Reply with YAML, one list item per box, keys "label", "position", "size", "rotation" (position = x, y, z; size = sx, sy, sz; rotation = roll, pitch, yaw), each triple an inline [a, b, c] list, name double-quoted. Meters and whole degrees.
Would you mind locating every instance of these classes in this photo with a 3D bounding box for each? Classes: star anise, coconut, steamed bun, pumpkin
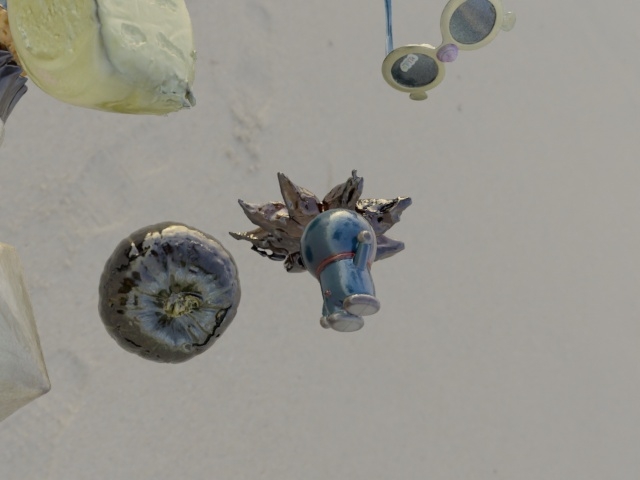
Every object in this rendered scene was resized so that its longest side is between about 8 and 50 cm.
- label: "star anise"
  position: [0.000, 0.000, 1.450]
  size: [0.272, 0.272, 0.103]
  rotation: [32, 45, -42]
- label: "coconut"
  position: [-0.474, 0.124, 1.265]
  size: [0.329, 0.328, 0.329]
  rotation: [40, 33, -32]
- label: "steamed bun"
  position: [-0.286, -0.278, 1.354]
  size: [0.232, 0.166, 0.273]
  rotation: [-5, 75, -61]
- label: "pumpkin"
  position: [-0.246, 0.084, 1.690]
  size: [0.238, 0.238, 0.159]
  rotation: [49, -14, -19]

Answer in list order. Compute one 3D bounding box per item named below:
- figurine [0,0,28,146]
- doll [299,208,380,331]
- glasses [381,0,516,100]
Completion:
- label: "figurine"
  position: [-0.502, -0.246, 1.525]
  size: [0.204, 0.332, 0.185]
  rotation: [37, -10, 41]
- label: "doll"
  position: [0.024, 0.025, 1.149]
  size: [0.085, 0.114, 0.152]
  rotation: [15, 43, -31]
- label: "glasses"
  position: [0.135, -0.323, 1.381]
  size: [0.088, 0.189, 0.221]
  rotation: [15, 47, -45]
